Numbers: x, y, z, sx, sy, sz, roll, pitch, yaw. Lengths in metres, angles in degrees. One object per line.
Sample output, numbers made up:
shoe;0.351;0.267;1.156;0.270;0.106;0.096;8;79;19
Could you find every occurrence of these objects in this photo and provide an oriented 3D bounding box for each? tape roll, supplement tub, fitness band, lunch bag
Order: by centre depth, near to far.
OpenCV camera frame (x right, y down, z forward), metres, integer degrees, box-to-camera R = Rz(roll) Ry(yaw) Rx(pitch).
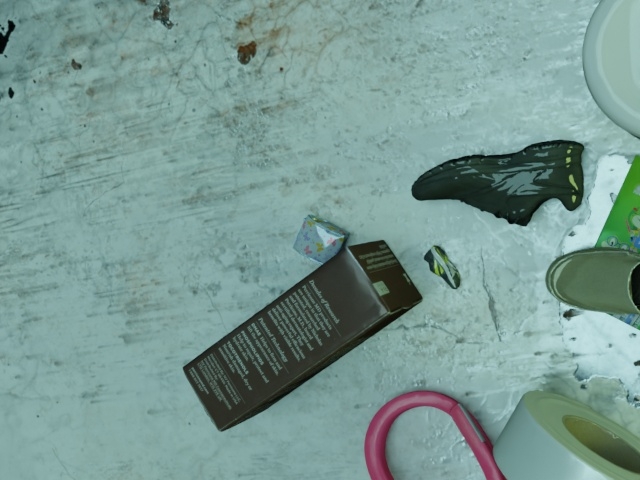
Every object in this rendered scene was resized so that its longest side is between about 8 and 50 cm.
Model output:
supplement tub;0.500;-0.247;1.346;0.235;0.325;0.236;1;94;22
tape roll;0.403;0.342;1.446;0.286;0.286;0.100;31;104;18
fitness band;0.194;0.391;1.626;0.209;0.054;0.291;-35;67;16
lunch bag;0.000;0.000;1.713;0.083;0.053;0.071;25;104;9

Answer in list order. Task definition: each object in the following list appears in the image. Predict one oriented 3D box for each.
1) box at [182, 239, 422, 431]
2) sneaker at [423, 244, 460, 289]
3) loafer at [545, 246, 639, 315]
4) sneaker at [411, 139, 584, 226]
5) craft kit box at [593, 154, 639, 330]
box;-0.031;0.161;1.660;0.381;0.191;0.143;-35;80;20
sneaker;0.206;0.049;1.647;0.035;0.031;0.083;-38;75;33
loafer;0.457;0.061;1.436;0.268;0.092;0.102;2;89;33
sneaker;0.286;-0.082;1.567;0.286;0.109;0.130;-8;96;24
craft kit box;0.545;0.029;1.467;0.249;0.061;0.247;28;100;30
